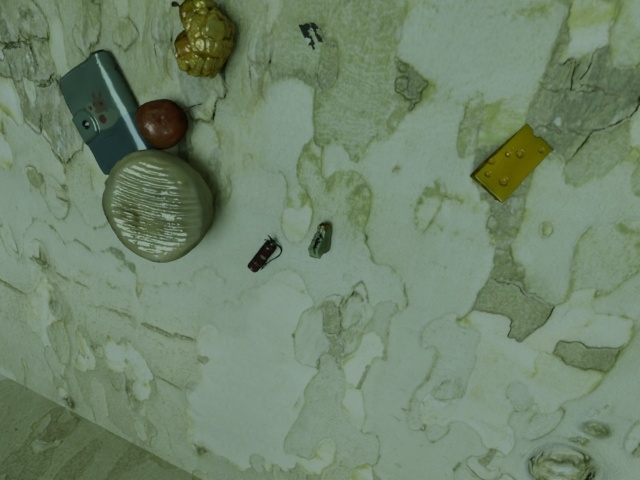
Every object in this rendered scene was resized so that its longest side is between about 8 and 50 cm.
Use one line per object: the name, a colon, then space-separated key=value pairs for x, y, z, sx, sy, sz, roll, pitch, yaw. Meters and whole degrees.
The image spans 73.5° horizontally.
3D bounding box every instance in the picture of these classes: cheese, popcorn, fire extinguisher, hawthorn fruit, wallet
cheese: x=0.455 y=-0.184 z=1.018 sx=0.093 sy=0.126 sz=0.171 roll=46 pitch=105 yaw=4
popcorn: x=-0.301 y=-0.531 z=1.139 sx=0.164 sy=0.140 sz=0.194 roll=19 pitch=110 yaw=24
fire extinguisher: x=-0.181 y=0.047 z=1.426 sx=0.078 sy=0.045 sz=0.157 roll=25 pitch=126 yaw=-23
hawthorn fruit: x=-0.470 y=-0.364 z=1.287 sx=0.149 sy=0.149 sz=0.189 roll=48 pitch=123 yaw=-4
wallet: x=-0.701 y=-0.401 z=1.406 sx=0.252 sy=0.083 sz=0.360 roll=-17 pitch=106 yaw=23

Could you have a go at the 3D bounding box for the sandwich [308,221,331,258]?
sandwich: x=0.000 y=0.000 z=1.293 sx=0.036 sy=0.093 sz=0.104 roll=19 pitch=118 yaw=22

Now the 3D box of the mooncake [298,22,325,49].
mooncake: x=0.060 y=-0.607 z=0.989 sx=0.347 sy=0.057 sz=0.150 roll=-30 pitch=103 yaw=30

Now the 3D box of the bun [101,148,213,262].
bun: x=-0.501 y=-0.115 z=1.371 sx=0.326 sy=0.234 sz=0.361 roll=-12 pitch=108 yaw=8
